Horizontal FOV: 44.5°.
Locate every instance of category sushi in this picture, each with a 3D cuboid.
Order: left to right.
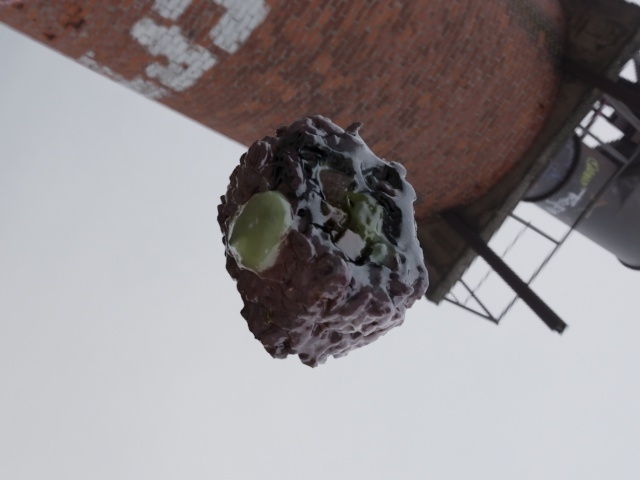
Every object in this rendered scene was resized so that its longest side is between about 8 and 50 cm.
[{"bbox_3d":[0.000,0.000,0.895,0.171,0.236,0.270,-44,-131,43],"label":"sushi"}]
